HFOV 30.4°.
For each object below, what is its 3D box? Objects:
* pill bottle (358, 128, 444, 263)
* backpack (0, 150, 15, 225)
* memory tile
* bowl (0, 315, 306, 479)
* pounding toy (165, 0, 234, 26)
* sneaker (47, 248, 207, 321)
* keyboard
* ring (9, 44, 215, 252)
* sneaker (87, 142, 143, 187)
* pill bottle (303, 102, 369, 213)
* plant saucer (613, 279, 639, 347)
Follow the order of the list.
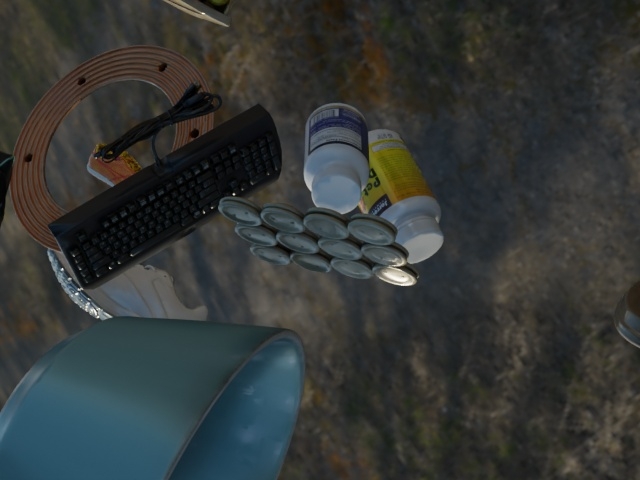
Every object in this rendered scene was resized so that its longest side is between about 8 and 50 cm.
[{"bbox_3d":[0.120,-0.070,1.908,0.117,0.117,0.215,90,159,-54],"label":"pill bottle"},{"bbox_3d":[-0.486,-0.036,1.514,0.144,0.166,0.188,24,139,9],"label":"backpack"},{"bbox_3d":[0.000,0.000,0.918,0.148,0.012,0.113,8,157,23],"label":"memory tile"},{"bbox_3d":[-0.152,0.183,0.926,0.163,0.311,0.311,24,147,16],"label":"bowl"},{"bbox_3d":[-0.226,-0.448,1.774,0.270,0.154,0.154,24,-179,-31],"label":"pounding toy"},{"bbox_3d":[-0.321,0.087,1.960,0.297,0.129,0.111,38,161,-9],"label":"sneaker"},{"bbox_3d":[-0.194,-0.078,1.483,0.033,0.317,0.201,41,158,45],"label":"keyboard"},{"bbox_3d":[-0.296,-0.129,1.673,0.336,0.336,0.032,46,180,33],"label":"ring"},{"bbox_3d":[-0.353,-0.122,2.145,0.175,0.064,0.067,30,109,17],"label":"sneaker"},{"bbox_3d":[0.023,-0.115,1.680,0.169,0.094,0.094,-89,-12,-51],"label":"pill bottle"},{"bbox_3d":[0.603,0.102,1.854,0.278,0.278,0.041,27,133,56],"label":"plant saucer"}]
